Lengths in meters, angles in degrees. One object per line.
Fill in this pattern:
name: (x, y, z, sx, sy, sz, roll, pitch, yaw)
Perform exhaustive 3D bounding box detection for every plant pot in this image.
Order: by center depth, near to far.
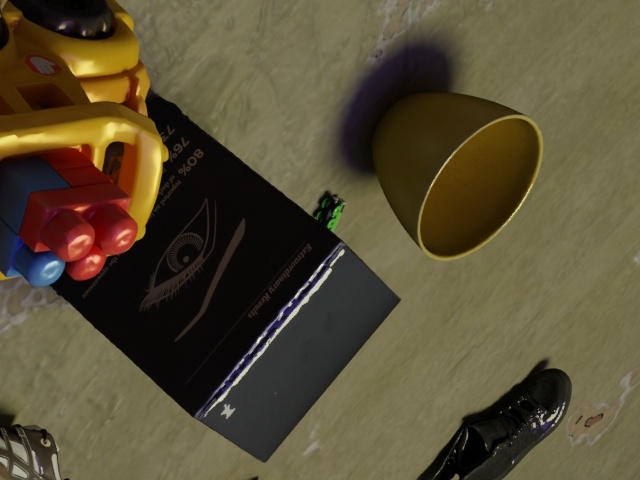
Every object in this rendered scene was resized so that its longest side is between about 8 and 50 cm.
plant pot: (0.096, -0.066, 1.567, 0.134, 0.095, 0.134, -30, 142, -27)

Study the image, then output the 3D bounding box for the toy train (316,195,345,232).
toy train: (0.000, 0.000, 1.591, 0.023, 0.017, 0.083, -13, 133, -56)

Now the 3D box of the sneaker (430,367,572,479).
sneaker: (0.179, 0.194, 1.962, 0.170, 0.051, 0.089, -52, 152, 9)

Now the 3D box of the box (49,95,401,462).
box: (-0.076, 0.026, 1.351, 0.153, 0.207, 0.108, -49, 147, -1)

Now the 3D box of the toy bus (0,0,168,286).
toy bus: (-0.167, -0.049, 1.171, 0.220, 0.211, 0.149, -12, 130, -45)

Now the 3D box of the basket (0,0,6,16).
basket: (-0.278, -0.154, 0.875, 0.223, 0.213, 0.299, -8, 147, -45)

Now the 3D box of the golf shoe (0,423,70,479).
golf shoe: (-0.242, 0.157, 1.426, 0.198, 0.077, 0.094, 64, 37, -42)

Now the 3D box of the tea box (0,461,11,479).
tea box: (-0.322, 0.271, 1.175, 0.323, 0.220, 0.329, -30, 161, -2)
